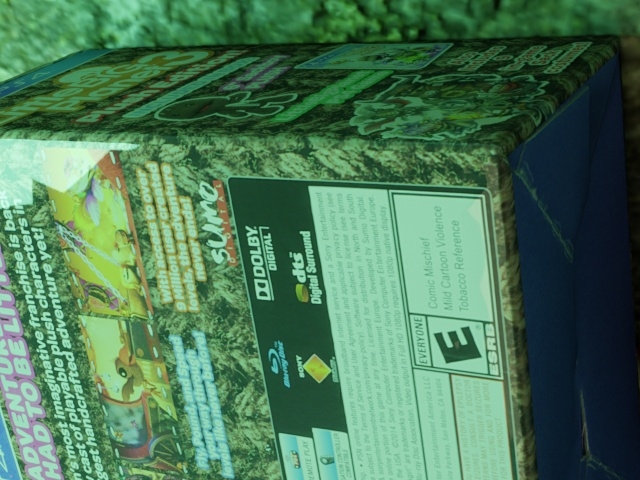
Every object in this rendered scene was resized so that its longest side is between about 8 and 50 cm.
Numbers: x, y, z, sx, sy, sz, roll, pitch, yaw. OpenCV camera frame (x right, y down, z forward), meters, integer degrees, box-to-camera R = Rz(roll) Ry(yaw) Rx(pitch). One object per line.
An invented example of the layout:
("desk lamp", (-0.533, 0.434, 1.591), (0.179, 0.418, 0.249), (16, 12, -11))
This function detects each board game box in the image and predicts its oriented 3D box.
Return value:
("board game box", (-0.018, 0.039, 0.513), (0.291, 0.141, 0.232), (5, 116, 30))

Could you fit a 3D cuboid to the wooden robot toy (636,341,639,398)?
("wooden robot toy", (0.149, 0.091, 0.617), (0.173, 0.076, 0.079), (52, 174, -29))
